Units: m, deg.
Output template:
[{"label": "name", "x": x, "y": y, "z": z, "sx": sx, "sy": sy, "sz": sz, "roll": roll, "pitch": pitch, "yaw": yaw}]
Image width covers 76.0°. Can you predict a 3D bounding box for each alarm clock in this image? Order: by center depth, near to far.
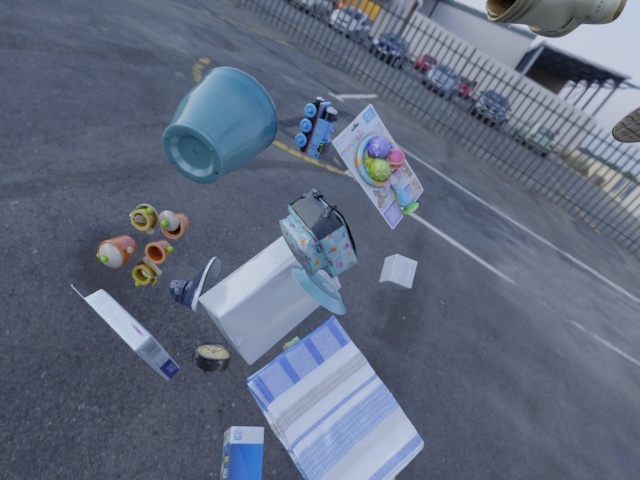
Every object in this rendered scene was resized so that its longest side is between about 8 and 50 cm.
[{"label": "alarm clock", "x": -0.368, "y": 0.393, "z": 1.406, "sx": 0.129, "sy": 0.064, "sz": 0.192, "roll": 18, "pitch": 10, "yaw": -1}]

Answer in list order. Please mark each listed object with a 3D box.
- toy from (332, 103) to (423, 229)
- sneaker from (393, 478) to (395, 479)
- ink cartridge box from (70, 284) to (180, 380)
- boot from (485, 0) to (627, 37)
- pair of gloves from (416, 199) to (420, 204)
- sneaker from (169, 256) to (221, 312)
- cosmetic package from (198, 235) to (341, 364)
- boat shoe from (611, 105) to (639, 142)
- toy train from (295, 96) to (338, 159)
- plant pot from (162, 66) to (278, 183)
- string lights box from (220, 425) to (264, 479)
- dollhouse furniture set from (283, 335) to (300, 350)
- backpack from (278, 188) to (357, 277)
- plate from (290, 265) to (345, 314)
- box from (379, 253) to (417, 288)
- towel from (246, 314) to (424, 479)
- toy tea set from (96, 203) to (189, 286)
[{"label": "toy", "x": 0.143, "y": -0.154, "z": 0.863, "sx": 0.056, "sy": 0.137, "sz": 0.237, "roll": 5, "pitch": -42, "yaw": 55}, {"label": "sneaker", "x": 0.051, "y": 0.513, "z": 0.805, "sx": 0.111, "sy": 0.121, "sz": 0.300, "roll": 9, "pitch": 40, "yaw": 38}, {"label": "ink cartridge box", "x": -0.627, "y": 0.292, "z": 1.347, "sx": 0.330, "sy": 0.324, "sz": 0.071, "roll": 37, "pitch": 63, "yaw": 20}, {"label": "boot", "x": 0.420, "y": -0.459, "z": 0.803, "sx": 0.203, "sy": 0.095, "sz": 0.262, "roll": 3, "pitch": 24, "yaw": -3}, {"label": "pair of gloves", "x": 0.305, "y": -0.153, "z": 1.377, "sx": 0.074, "sy": 0.010, "sz": 0.083, "roll": 48, "pitch": -5, "yaw": 41}, {"label": "sneaker", "x": -0.497, "y": 0.152, "z": 1.612, "sx": 0.163, "sy": 0.226, "sz": 0.086, "roll": 16, "pitch": -16, "yaw": 26}, {"label": "cosmetic package", "x": -0.142, "y": 0.158, "z": 1.248, "sx": 0.384, "sy": 0.217, "sz": 0.156, "roll": -35, "pitch": 36, "yaw": -23}, {"label": "boat shoe", "x": 0.615, "y": -0.230, "z": 0.741, "sx": 0.064, "sy": 0.177, "sz": 0.060, "roll": 60, "pitch": 10, "yaw": -1}, {"label": "toy train", "x": -0.008, "y": -0.352, "z": 1.293, "sx": 0.105, "sy": 0.184, "sz": 0.080, "roll": 29, "pitch": 29, "yaw": 13}, {"label": "plant pot", "x": -0.295, "y": -0.304, "z": 1.149, "sx": 0.271, "sy": 0.272, "sz": 0.255, "roll": 30, "pitch": 47, "yaw": -2}, {"label": "string lights box", "x": -0.174, "y": 0.545, "z": 0.874, "sx": 0.076, "sy": 0.133, "sz": 0.260, "roll": 9, "pitch": 58, "yaw": -16}, {"label": "dollhouse furniture set", "x": -0.084, "y": 0.473, "z": 1.668, "sx": 0.076, "sy": 0.058, "sz": 0.152, "roll": -33, "pitch": 86, "yaw": -14}, {"label": "backpack", "x": 0.000, "y": 0.000, "z": 0.965, "sx": 0.166, "sy": 0.144, "sz": 0.188, "roll": 44, "pitch": -8, "yaw": 47}, {"label": "plate", "x": 0.000, "y": 0.125, "z": 1.091, "sx": 0.188, "sy": 0.024, "sz": 0.188, "roll": 38, "pitch": 10, "yaw": -8}, {"label": "box", "x": 0.275, "y": 0.114, "z": 1.458, "sx": 0.087, "sy": 0.101, "sz": 0.102, "roll": 20, "pitch": -14, "yaw": -12}, {"label": "towel", "x": 0.028, "y": 0.301, "z": 0.707, "sx": 0.209, "sy": 0.034, "sz": 0.285, "roll": -32, "pitch": 81, "yaw": -22}, {"label": "toy tea set", "x": -0.558, "y": 0.011, "z": 1.273, "sx": 0.200, "sy": 0.336, "sz": 0.124, "roll": 42, "pitch": 25, "yaw": -4}]
